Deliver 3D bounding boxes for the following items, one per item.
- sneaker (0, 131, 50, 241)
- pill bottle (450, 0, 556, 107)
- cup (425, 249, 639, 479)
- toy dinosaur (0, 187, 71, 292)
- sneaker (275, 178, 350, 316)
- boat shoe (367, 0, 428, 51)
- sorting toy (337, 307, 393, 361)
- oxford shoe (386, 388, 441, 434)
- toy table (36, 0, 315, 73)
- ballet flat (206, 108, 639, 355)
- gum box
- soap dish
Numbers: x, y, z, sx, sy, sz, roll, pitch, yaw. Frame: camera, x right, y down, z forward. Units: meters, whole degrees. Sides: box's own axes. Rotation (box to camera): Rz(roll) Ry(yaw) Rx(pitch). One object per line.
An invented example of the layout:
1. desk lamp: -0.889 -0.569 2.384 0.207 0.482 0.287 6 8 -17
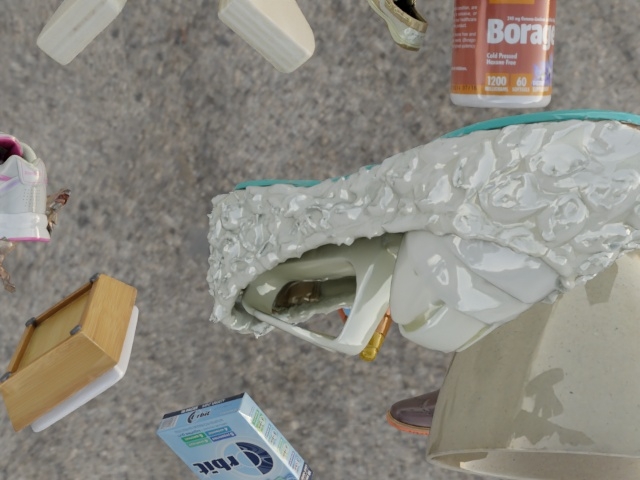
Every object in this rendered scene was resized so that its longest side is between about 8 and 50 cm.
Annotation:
1. sneaker: -0.408 -0.086 1.224 0.103 0.252 0.111 1 109 -53
2. pill bottle: 0.218 -0.268 1.175 0.121 0.121 0.216 -4 101 -21
3. cup: 0.285 0.131 1.064 0.331 0.331 0.237 12 71 -17
4. toy dinosaur: -0.617 -0.032 1.855 0.295 0.127 0.200 12 48 12
5. sneaker: 0.000 0.000 1.102 0.085 0.237 0.086 7 116 -30
6. boat shoe: 0.098 -0.293 1.236 0.050 0.045 0.135 1 47 -38
7. sorting toy: 0.193 0.119 1.473 0.365 0.127 0.126 -3 55 8
8. oxford shoe: 0.239 0.254 1.655 0.271 0.097 0.098 -9 114 -15
9. toy table: -0.094 -0.244 0.687 0.252 0.274 0.161 28 39 -20
10. ballet flat: 0.058 0.017 0.685 0.147 0.409 0.147 5 82 -39
11. gum box: -0.125 0.314 1.465 0.184 0.157 0.041 54 33 -28
12. soap dish: -0.456 0.195 1.811 0.229 0.291 0.118 -33 111 10
